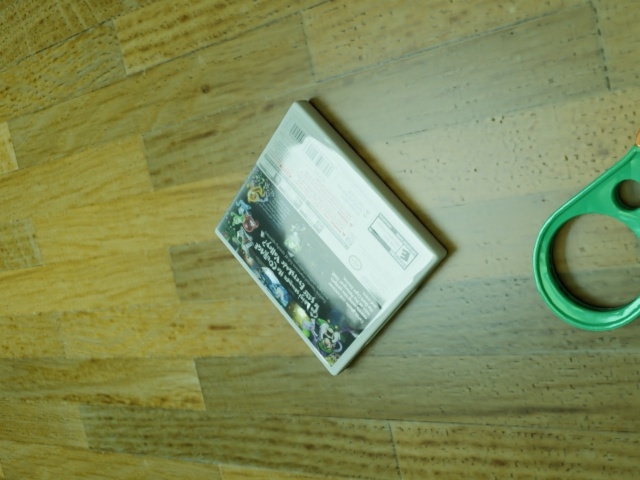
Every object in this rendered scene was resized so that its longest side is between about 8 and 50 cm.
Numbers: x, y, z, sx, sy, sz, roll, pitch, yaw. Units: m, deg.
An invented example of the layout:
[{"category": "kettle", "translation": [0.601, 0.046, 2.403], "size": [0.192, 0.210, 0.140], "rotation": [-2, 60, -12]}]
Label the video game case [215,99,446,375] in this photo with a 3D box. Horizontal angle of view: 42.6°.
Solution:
[{"category": "video game case", "translation": [0.000, 0.000, 0.741], "size": [0.190, 0.022, 0.173], "rotation": [49, 127, 17]}]

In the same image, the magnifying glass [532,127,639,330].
[{"category": "magnifying glass", "translation": [0.215, -0.040, 0.556], "size": [0.092, 0.026, 0.230], "rotation": [33, 123, 28]}]
